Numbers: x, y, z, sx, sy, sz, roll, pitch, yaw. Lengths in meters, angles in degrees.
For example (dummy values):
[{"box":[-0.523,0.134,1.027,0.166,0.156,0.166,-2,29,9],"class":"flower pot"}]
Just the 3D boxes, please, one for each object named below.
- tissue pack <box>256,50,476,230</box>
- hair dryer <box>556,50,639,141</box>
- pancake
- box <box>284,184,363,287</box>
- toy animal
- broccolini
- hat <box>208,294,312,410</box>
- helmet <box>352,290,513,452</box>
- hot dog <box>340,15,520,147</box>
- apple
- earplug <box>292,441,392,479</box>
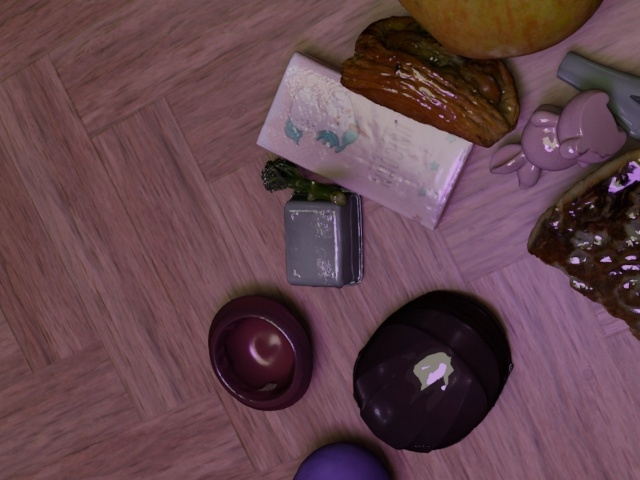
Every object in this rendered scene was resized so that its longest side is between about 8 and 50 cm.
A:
[{"box":[0.073,-0.160,1.774,0.325,0.071,0.170,26,108,11],"class":"tissue pack"},{"box":[0.470,-0.277,1.629,0.229,0.092,0.267,14,92,22],"class":"hair dryer"},{"box":[0.529,-0.014,1.611,0.427,0.067,0.305,-30,108,34],"class":"pancake"},{"box":[0.000,0.000,1.820,0.124,0.093,0.172,1,101,18],"class":"box"},{"box":[0.341,-0.152,1.657,0.212,0.124,0.124,-12,98,55],"class":"toy animal"},{"box":[-0.027,-0.093,1.761,0.067,0.216,0.058,-23,111,-22],"class":"broccolini"},{"box":[-0.097,0.186,1.896,0.205,0.089,0.205,6,108,19],"class":"hat"},{"box":[0.160,0.232,1.774,0.225,0.177,0.305,38,109,6],"class":"helmet"},{"box":[0.172,-0.241,1.673,0.272,0.196,0.122,26,132,13],"class":"hot dog"},{"box":[0.244,-0.419,1.523,0.339,0.339,0.339,4,102,18],"class":"apple"},{"box":[-0.014,0.550,1.886,0.215,0.215,0.456,25,105,12],"class":"earplug"}]
